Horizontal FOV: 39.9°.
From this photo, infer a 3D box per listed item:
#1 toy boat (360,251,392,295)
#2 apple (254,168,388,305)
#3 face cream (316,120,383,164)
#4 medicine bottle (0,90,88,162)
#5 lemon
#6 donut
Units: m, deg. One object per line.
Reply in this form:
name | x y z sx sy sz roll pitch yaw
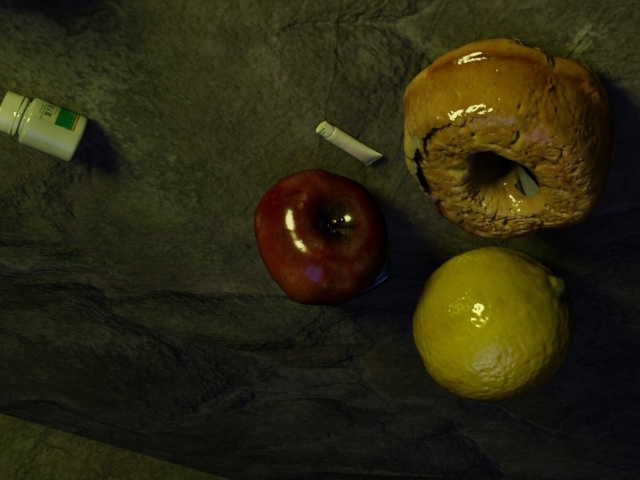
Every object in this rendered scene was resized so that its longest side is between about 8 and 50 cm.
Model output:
toy boat | 0.028 0.063 1.623 0.223 0.100 0.097 -20 146 34
apple | 0.001 0.002 1.439 0.234 0.234 0.234 7 147 5
face cream | 0.045 -0.150 1.373 0.115 0.020 0.038 28 142 -30
medicine bottle | -0.443 -0.183 1.400 0.130 0.080 0.080 22 145 -17
lemon | 0.297 0.145 1.528 0.293 0.293 0.293 7 147 5
donut | 0.259 -0.132 1.229 0.317 0.150 0.299 20 148 -15
